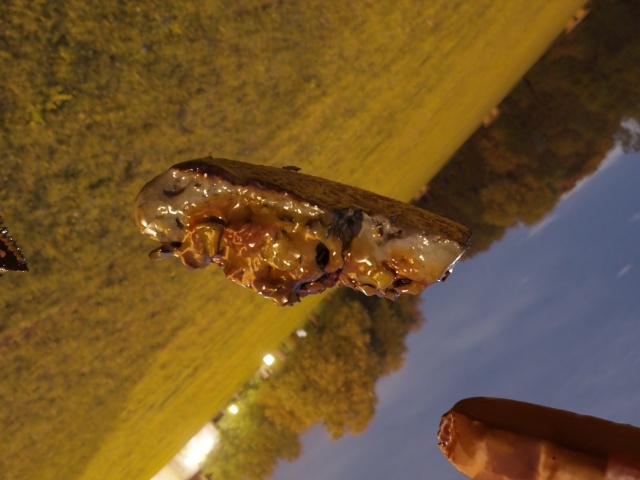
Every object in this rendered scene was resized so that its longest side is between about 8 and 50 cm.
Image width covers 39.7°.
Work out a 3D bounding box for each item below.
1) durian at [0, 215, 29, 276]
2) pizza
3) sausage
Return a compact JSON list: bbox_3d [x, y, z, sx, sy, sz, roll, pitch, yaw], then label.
[{"bbox_3d":[-0.396,0.011,0.919,0.186,0.119,0.108,-15,168,-8],"label":"durian"},{"bbox_3d":[0.000,0.000,0.657,0.305,0.161,0.085,9,104,-40],"label":"pizza"},{"bbox_3d":[0.301,0.245,0.982,0.094,0.348,0.097,-38,132,-55],"label":"sausage"}]
